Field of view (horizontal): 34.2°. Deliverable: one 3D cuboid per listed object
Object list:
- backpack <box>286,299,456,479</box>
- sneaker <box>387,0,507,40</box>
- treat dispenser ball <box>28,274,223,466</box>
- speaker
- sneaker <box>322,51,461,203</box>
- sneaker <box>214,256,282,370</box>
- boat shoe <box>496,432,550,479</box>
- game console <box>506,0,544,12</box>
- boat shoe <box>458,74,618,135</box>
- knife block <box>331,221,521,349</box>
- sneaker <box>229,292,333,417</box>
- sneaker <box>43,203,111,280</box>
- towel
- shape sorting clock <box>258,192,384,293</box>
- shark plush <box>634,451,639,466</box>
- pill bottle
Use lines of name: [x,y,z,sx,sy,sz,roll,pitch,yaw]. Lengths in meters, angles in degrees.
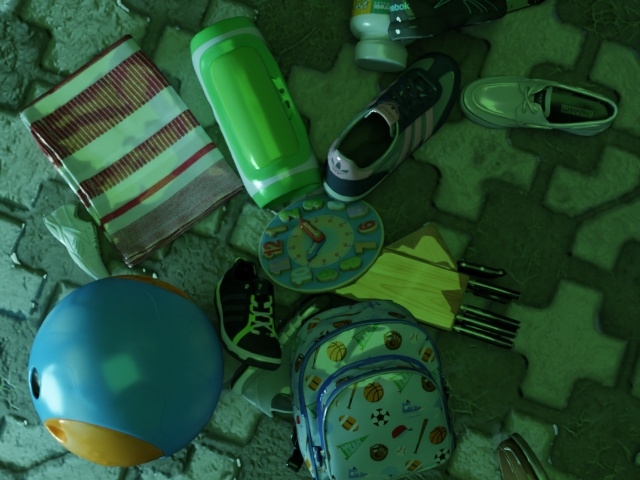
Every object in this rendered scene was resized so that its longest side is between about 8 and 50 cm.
backpack: [0.072,0.230,1.571,0.277,0.213,0.263,-15,102,-12]
sneaker: [0.208,-0.386,1.656,0.267,0.101,0.106,-21,105,-44]
treat dispenser ball: [-0.290,0.194,1.567,0.288,0.288,0.288,0,85,-1]
speaker: [-0.105,-0.207,1.689,0.131,0.131,0.296,-23,85,-3]
sneaker: [0.126,-0.198,1.674,0.112,0.131,0.319,36,74,10]
sneaker: [-0.111,0.104,1.615,0.084,0.234,0.097,14,116,-31]
boat shoe: [0.330,0.462,1.640,0.105,0.111,0.307,-20,85,-4]
game console: [0.331,-0.467,1.742,0.085,0.124,0.144,-14,85,-29]
boat shoe: [0.361,-0.230,1.717,0.258,0.084,0.095,4,85,-1]
knife block: [0.175,0.106,1.682,0.276,0.088,0.242,-27,85,-3]
sneaker: [-0.029,0.194,1.670,0.132,0.086,0.228,42,106,-5]
sneaker: [-0.386,0.004,1.702,0.061,0.053,0.152,-39,86,-7]
towel: [-0.314,-0.151,1.726,0.237,0.037,0.329,-36,86,-5]
shape sorting clock: [0.000,0.000,1.665,0.206,0.040,0.206,-11,49,12]
shark plush: [0.593,0.360,1.698,0.161,0.073,0.067,17,105,-19]
pill bottle: [0.110,-0.389,1.712,0.118,0.117,0.208,8,85,0]
